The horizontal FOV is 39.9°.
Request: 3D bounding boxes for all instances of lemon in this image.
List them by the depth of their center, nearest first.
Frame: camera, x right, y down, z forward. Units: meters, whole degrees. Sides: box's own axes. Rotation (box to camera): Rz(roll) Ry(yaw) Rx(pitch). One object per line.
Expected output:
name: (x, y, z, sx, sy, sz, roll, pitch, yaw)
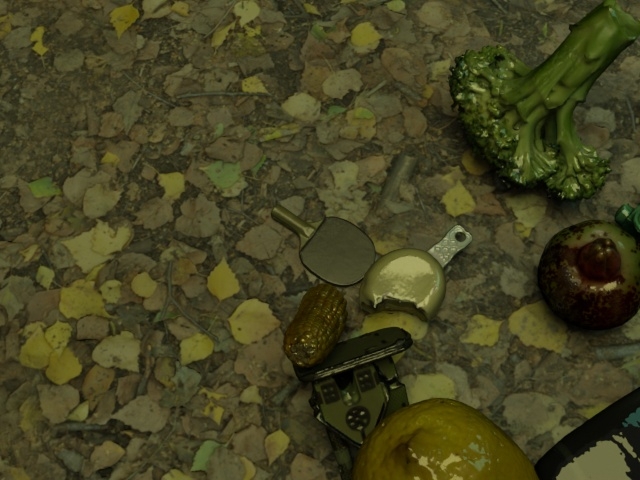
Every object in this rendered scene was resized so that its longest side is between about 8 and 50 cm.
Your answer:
lemon: (0.207, 0.425, 1.456, 0.335, 0.336, 0.336, -1, 65, 3)

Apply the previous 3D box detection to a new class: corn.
corn: (-0.008, 0.162, 1.625, 0.101, 0.313, 0.102, 2, 106, 9)

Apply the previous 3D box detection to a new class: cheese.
cheese: (0.188, 0.053, 1.766, 0.163, 0.071, 0.249, 24, 70, 13)

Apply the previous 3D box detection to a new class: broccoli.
broccoli: (0.430, -0.317, 1.763, 0.352, 0.397, 0.275, 11, 42, 13)

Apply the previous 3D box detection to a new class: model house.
model house: (0.095, 0.321, 1.619, 0.218, 0.205, 0.279, -19, 95, -4)

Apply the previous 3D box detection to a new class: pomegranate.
pomegranate: (0.517, 0.056, 1.650, 0.214, 0.248, 0.214, -2, 71, 6)

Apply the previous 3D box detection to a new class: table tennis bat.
table tennis bat: (0.000, 0.000, 1.831, 0.246, 0.022, 0.138, 33, 71, 15)

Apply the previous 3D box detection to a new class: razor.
razor: (0.545, 0.380, 1.527, 0.349, 0.113, 0.204, -34, 74, -12)

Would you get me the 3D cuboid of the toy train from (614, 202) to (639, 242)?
toy train: (0.727, 0.004, 1.744, 0.285, 0.116, 0.177, 38, 60, 19)
